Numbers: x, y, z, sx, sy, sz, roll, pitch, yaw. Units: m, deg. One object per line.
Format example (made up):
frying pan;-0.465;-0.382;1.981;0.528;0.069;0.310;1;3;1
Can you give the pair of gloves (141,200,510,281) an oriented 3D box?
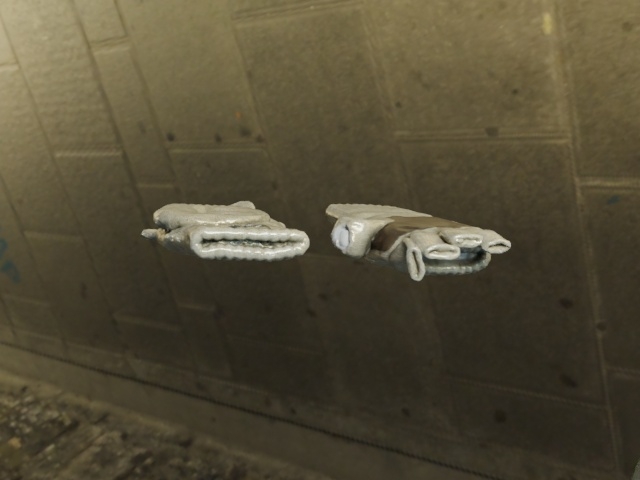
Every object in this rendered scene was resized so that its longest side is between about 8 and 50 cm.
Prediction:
pair of gloves;0.000;0.000;0.629;0.204;0.240;0.042;-160;72;-66

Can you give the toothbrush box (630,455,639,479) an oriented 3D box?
toothbrush box;0.507;0.315;0.971;0.283;0.122;0.206;12;122;12
